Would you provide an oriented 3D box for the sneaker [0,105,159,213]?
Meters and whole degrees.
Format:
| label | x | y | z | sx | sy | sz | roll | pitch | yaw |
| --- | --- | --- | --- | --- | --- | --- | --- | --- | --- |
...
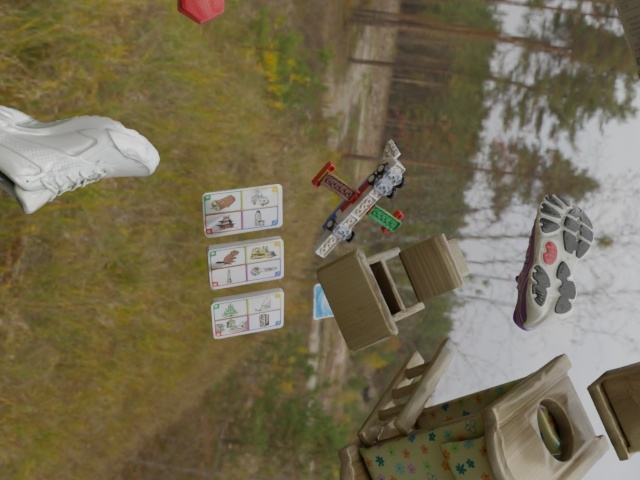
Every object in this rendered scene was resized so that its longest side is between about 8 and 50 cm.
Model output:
| label | x | y | z | sx | sy | sz | roll | pitch | yaw |
| --- | --- | --- | --- | --- | --- | --- | --- | --- | --- |
| sneaker | -0.303 | -0.080 | 0.913 | 0.090 | 0.232 | 0.115 | 121 | -29 | -65 |

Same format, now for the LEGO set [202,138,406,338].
| label | x | y | z | sx | sy | sz | roll | pitch | yaw |
| --- | --- | --- | --- | --- | --- | --- | --- | --- | --- |
| LEGO set | 0.000 | 0.000 | 0.829 | 0.060 | 0.244 | 0.183 | -117 | -158 | -51 |

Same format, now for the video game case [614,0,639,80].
| label | x | y | z | sx | sy | sz | roll | pitch | yaw |
| --- | --- | --- | --- | --- | --- | --- | --- | --- | --- |
| video game case | 0.245 | -0.084 | 0.400 | 0.206 | 0.026 | 0.227 | 68 | -13 | -8 |

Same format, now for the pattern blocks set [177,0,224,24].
| label | x | y | z | sx | sy | sz | roll | pitch | yaw |
| --- | --- | --- | --- | --- | --- | --- | --- | --- | --- |
| pattern blocks set | -0.142 | -0.385 | 0.687 | 0.325 | 0.285 | 0.026 | -67 | -159 | -5 |

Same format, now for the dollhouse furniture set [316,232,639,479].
| label | x | y | z | sx | sy | sz | roll | pitch | yaw |
| --- | --- | --- | --- | --- | --- | --- | --- | --- | --- |
| dollhouse furniture set | 0.085 | 0.059 | 0.426 | 0.101 | 0.182 | 0.161 | -17 | 80 | -49 |

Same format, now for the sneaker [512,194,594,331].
| label | x | y | z | sx | sy | sz | roll | pitch | yaw |
| --- | --- | --- | --- | --- | --- | --- | --- | --- | --- |
| sneaker | 0.236 | 0.021 | 0.849 | 0.170 | 0.068 | 0.071 | -61 | -174 | -33 |
